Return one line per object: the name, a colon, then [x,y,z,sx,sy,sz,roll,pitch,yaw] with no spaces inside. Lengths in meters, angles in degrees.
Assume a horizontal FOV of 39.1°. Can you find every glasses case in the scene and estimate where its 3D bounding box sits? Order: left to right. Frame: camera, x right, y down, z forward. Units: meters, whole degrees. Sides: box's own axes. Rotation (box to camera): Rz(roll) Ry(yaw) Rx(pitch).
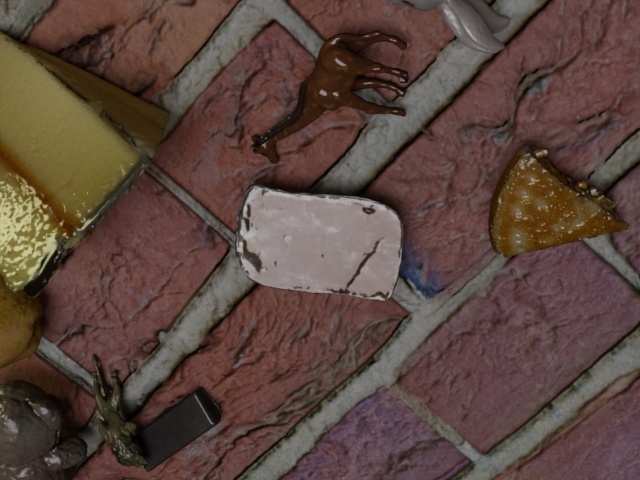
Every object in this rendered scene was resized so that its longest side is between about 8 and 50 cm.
glasses case: [-0.262,0.338,1.608,0.191,0.042,0.072,-38,92,24]

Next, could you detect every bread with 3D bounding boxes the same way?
bread: [-0.468,-0.135,1.345,0.405,0.242,0.345,31,114,-7]

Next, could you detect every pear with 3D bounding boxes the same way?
pear: [-0.555,0.139,1.523,0.178,0.178,0.178,4,115,10]

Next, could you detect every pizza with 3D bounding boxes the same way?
pizza: [0.346,-0.048,1.302,0.199,0.062,0.188,12,128,0]

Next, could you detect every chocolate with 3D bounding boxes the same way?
chocolate: [0.000,-0.002,1.380,0.254,0.080,0.156,7,100,7]

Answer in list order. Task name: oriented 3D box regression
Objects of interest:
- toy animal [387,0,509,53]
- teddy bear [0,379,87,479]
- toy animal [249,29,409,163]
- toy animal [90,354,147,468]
toy animal: [0.146,-0.328,1.188,0.131,0.103,0.220,-30,104,20]
teddy bear: [-0.537,0.367,1.616,0.236,0.151,0.267,3,115,8]
toy animal: [0.009,-0.200,1.302,0.230,0.066,0.224,0,133,1]
toy animal: [-0.366,0.305,1.583,0.069,0.086,0.219,-18,88,-13]
